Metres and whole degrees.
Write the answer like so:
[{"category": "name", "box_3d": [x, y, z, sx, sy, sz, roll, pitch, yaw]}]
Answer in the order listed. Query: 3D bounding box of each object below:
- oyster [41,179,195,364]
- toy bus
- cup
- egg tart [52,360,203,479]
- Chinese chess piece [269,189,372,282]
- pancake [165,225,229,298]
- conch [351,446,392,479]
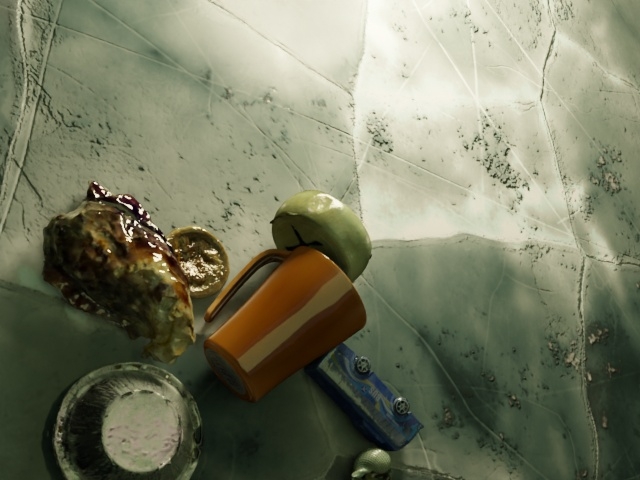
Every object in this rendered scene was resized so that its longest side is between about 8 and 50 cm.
[{"category": "oyster", "box_3d": [-0.312, 0.041, 1.343, 0.271, 0.100, 0.275, 14, 70, -11]}, {"category": "toy bus", "box_3d": [0.077, 0.282, 1.522, 0.236, 0.079, 0.094, 48, 71, -9]}, {"category": "cup", "box_3d": [-0.075, 0.130, 1.428, 0.264, 0.182, 0.226, -39, 60, -25]}, {"category": "egg tart", "box_3d": [-0.284, 0.294, 1.273, 0.234, 0.094, 0.234, 10, 68, -27]}, {"category": "Chinese chess piece", "box_3d": [0.000, 0.000, 1.498, 0.188, 0.188, 0.083, 49, 57, -8]}, {"category": "pancake", "box_3d": [-0.219, 0.036, 1.448, 0.140, 0.022, 0.139, 12, 66, -29]}, {"category": "conch", "box_3d": [0.087, 0.407, 1.492, 0.085, 0.057, 0.076, -17, 103, -16]}]
